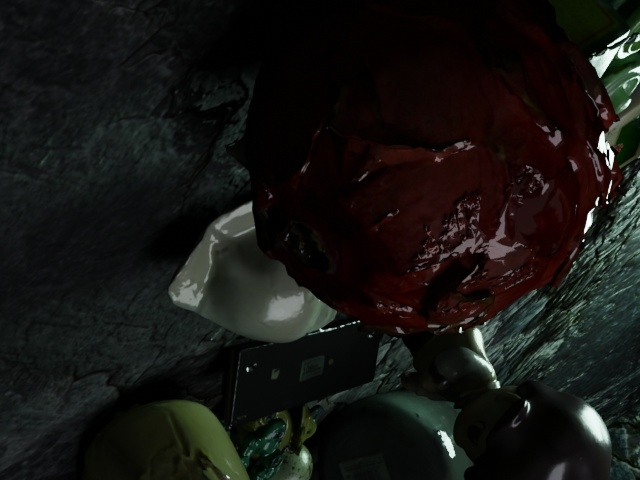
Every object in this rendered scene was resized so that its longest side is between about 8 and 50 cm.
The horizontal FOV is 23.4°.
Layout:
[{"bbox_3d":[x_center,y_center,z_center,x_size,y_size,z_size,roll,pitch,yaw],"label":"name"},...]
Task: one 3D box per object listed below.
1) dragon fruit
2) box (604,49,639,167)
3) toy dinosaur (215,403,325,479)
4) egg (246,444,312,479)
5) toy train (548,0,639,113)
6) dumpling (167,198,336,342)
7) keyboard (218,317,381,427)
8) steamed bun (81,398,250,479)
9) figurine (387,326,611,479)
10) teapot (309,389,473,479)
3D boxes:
[{"bbox_3d":[0.089,-0.071,1.246,0.301,0.295,0.296,-39,164,-36],"label":"dragon fruit"},{"bbox_3d":[0.366,-0.173,1.829,0.212,0.095,0.168,-34,158,-16],"label":"box"},{"bbox_3d":[-0.077,0.221,1.908,0.153,0.094,0.259,-48,150,-14],"label":"toy dinosaur"},{"bbox_3d":[-0.064,0.321,2.153,0.110,0.085,0.085,-22,159,-3],"label":"egg"},{"bbox_3d":[0.215,-0.186,1.429,0.188,0.159,0.272,-33,165,-21],"label":"toy train"},{"bbox_3d":[-0.045,0.019,1.473,0.229,0.124,0.151,17,101,-54],"label":"dumpling"},{"bbox_3d":[-0.019,0.148,1.875,0.317,0.027,0.106,-8,108,-56],"label":"keyboard"},{"bbox_3d":[-0.153,0.306,1.736,0.166,0.232,0.273,-27,156,-23],"label":"steamed bun"},{"bbox_3d":[0.210,0.228,2.003,0.206,0.365,0.218,-38,162,-41],"label":"figurine"},{"bbox_3d":[0.129,0.347,2.378,0.305,0.223,0.285,-53,164,27],"label":"teapot"}]
